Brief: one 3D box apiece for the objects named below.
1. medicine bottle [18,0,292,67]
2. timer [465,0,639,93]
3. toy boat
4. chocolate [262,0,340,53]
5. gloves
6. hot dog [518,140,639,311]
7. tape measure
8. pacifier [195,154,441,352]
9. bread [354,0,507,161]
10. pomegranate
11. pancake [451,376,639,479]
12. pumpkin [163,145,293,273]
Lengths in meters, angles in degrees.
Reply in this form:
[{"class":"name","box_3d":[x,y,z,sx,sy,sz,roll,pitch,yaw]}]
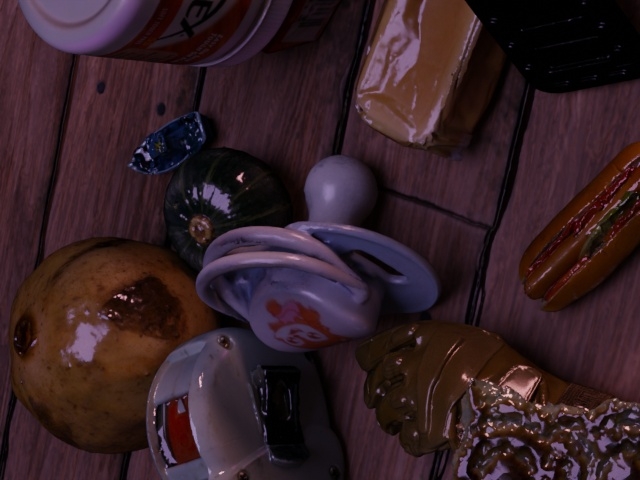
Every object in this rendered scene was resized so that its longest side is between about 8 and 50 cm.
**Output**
[{"class":"medicine bottle","box_3d":[-0.190,-0.329,2.039,0.252,0.240,0.253,1,91,43]},{"class":"timer","box_3d":[0.242,-0.232,1.848,0.144,0.187,0.055,-8,46,41]},{"class":"toy boat","box_3d":[-0.194,-0.122,2.305,0.137,0.061,0.060,-25,74,40]},{"class":"chocolate","box_3d":[-0.047,-0.380,2.142,0.235,0.108,0.237,47,121,31]},{"class":"gloves","box_3d":[0.163,0.170,1.922,0.331,0.141,0.154,19,79,33]},{"class":"hot dog","box_3d":[0.292,-0.018,1.866,0.236,0.062,0.092,-52,55,29]},{"class":"tape measure","box_3d":[-0.088,0.223,2.088,0.125,0.243,0.246,-20,77,38]},{"class":"pacifier","box_3d":[0.000,0.000,2.050,0.299,0.244,0.233,-19,46,44]},{"class":"bread","box_3d":[0.137,-0.220,1.974,0.136,0.107,0.241,32,111,35]},{"class":"pomegranate","box_3d":[-0.256,0.130,2.234,0.281,0.281,0.281,0,91,42]},{"class":"pancake","box_3d":[0.290,0.284,1.755,0.426,0.067,0.305,-1,84,17]},{"class":"pumpkin","box_3d":[-0.113,-0.033,2.189,0.167,0.125,0.167,26,131,34]}]
